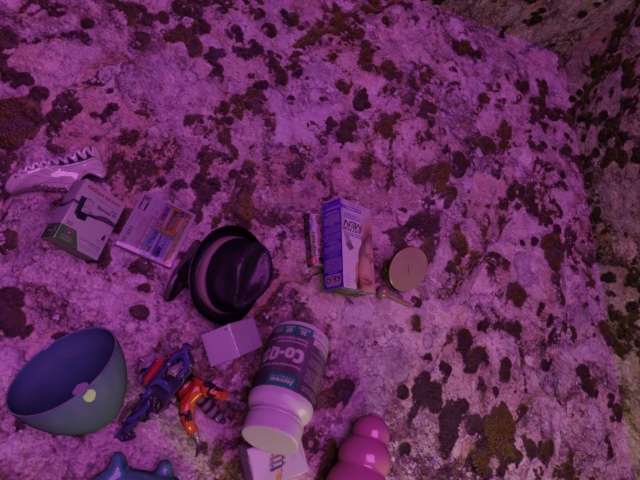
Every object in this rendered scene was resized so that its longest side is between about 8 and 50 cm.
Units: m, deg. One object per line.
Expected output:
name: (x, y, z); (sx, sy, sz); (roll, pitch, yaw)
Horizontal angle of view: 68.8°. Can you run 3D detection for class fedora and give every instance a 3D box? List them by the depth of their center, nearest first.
fedora: (-0.262, 0.111, 1.516); (0.333, 0.152, 0.335); (4, 85, -47)

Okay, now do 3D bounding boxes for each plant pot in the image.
plant pot: (-0.647, 0.408, 1.267); (0.290, 0.290, 0.196); (-38, 127, -28)

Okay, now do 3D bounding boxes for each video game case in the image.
video game case: (-0.550, -0.037, 1.569); (0.193, 0.023, 0.213); (26, 64, -14)

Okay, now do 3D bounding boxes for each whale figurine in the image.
whale figurine: (-0.492, 0.708, 1.287); (0.272, 0.141, 0.216); (43, 62, -5)

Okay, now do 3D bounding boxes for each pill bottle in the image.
pill bottle: (-0.103, 0.447, 1.445); (0.204, 0.204, 0.361); (31, 42, -12)

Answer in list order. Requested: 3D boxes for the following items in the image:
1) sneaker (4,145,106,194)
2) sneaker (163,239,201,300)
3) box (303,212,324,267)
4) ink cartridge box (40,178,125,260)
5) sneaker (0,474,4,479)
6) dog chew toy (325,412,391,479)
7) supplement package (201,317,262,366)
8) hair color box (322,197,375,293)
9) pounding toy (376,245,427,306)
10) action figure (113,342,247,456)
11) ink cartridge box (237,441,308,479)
sneaker: (-0.821, -0.198, 1.463); (0.292, 0.110, 0.119); (-28, 95, -28)
sneaker: (-0.416, 0.117, 1.541); (0.130, 0.087, 0.228); (31, 58, -5)
box: (0.000, 0.000, 1.789); (0.113, 0.036, 0.207); (3, 72, -23)
ink cartridge box: (-0.721, -0.063, 1.433); (0.153, 0.086, 0.209); (41, 56, -44)
sneaker: (-0.855, 0.804, 1.076); (0.202, 0.185, 0.484); (14, 67, -23)
dog chew toy: (0.140, 0.735, 1.530); (0.206, 0.206, 0.332); (31, 56, -12)
supplement package: (-0.276, 0.317, 1.475); (0.105, 0.179, 0.105); (-22, 81, 14)
hair color box: (0.105, 0.029, 1.754); (0.185, 0.110, 0.339); (16, 67, -44)
pounding toy: (0.312, 0.124, 1.865); (0.182, 0.110, 0.237); (19, 96, -29)
action figure: (-0.440, 0.482, 1.408); (0.341, 0.178, 0.330); (-45, 87, -1)
ink cartridge box: (-0.151, 0.677, 1.453); (0.176, 0.128, 0.128); (-9, 78, -25)
